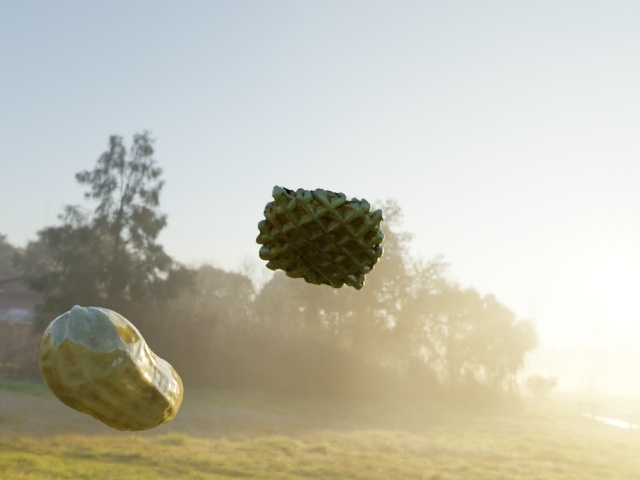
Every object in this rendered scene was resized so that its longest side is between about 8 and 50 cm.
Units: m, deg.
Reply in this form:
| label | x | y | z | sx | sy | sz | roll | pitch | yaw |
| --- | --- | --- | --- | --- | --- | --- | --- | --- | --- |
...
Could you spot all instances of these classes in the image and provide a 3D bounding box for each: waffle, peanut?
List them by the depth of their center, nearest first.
| label | x | y | z | sx | sy | sz | roll | pitch | yaw |
| --- | --- | --- | --- | --- | --- | --- | --- | --- | --- |
| peanut | -0.289 | 0.196 | 0.871 | 0.147 | 0.147 | 0.305 | 1 | -35 | 22 |
| waffle | 0.000 | 0.000 | 0.998 | 0.214 | 0.054 | 0.207 | 11 | -43 | -4 |
